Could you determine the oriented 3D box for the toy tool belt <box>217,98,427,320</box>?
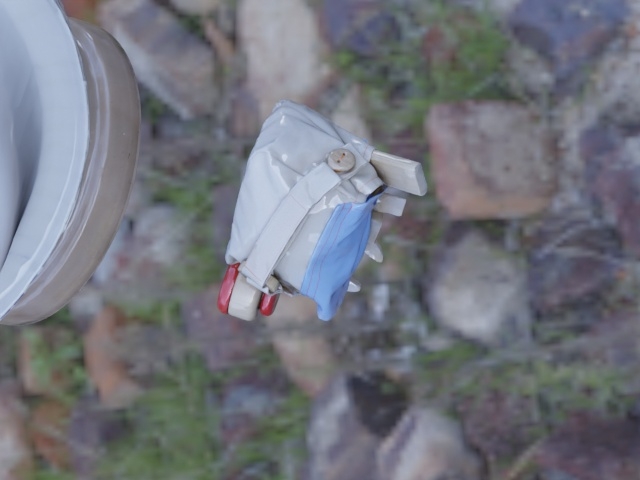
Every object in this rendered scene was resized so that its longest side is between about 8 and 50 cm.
[{"bbox_3d":[0.000,0.000,0.588,0.083,0.051,0.052,105,-175,-45],"label":"toy tool belt"}]

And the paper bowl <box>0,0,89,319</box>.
[{"bbox_3d":[-0.233,-0.037,0.790,0.284,0.284,0.148,-68,31,30],"label":"paper bowl"}]

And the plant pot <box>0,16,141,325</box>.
[{"bbox_3d":[-0.245,-0.063,1.456,0.237,0.110,0.237,-20,62,43],"label":"plant pot"}]
